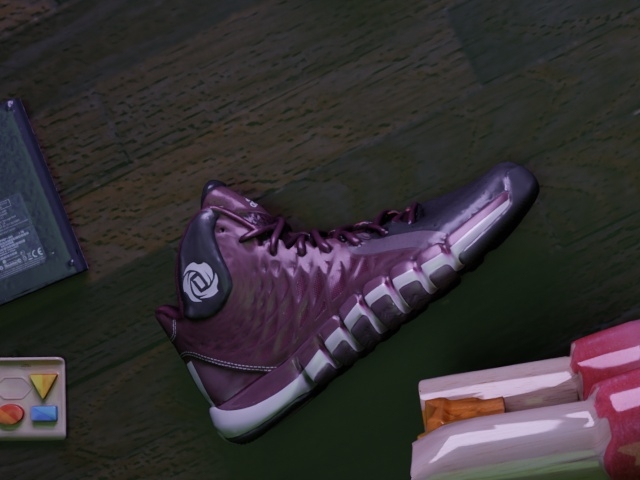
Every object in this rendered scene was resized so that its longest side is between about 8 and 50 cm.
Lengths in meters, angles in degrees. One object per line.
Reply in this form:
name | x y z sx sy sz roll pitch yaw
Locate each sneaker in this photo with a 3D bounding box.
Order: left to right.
sneaker | 0.000 0.000 1.236 0.281 0.106 0.162 -39 84 8

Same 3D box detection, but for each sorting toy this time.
sorting toy | -0.226 0.116 1.315 0.083 0.012 0.062 -1 93 7

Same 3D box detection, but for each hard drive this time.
hard drive | -0.236 -0.023 1.305 0.094 0.022 0.135 -22 89 8

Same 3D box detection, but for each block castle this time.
block castle | 0.192 0.285 1.051 0.213 0.303 0.453 -10 92 5
